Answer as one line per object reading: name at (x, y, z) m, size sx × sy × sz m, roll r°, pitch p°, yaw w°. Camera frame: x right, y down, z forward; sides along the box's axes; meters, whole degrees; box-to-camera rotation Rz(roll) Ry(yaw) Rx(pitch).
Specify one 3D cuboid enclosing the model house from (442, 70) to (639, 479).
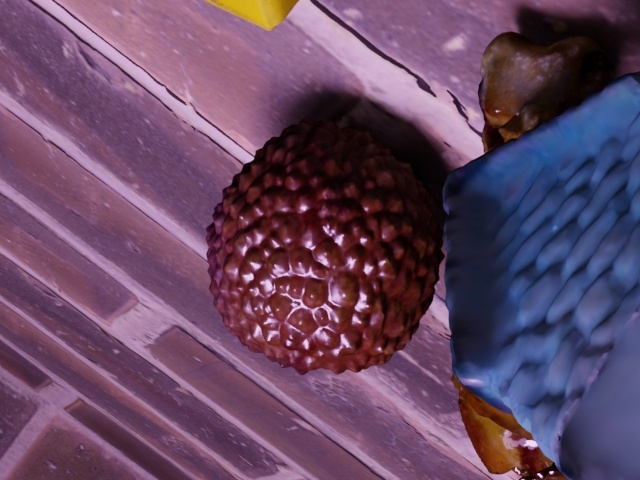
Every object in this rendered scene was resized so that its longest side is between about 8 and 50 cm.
model house at (0.210, 0.019, 0.540) m, size 0.261 × 0.226 × 0.241 m, roll 30°, pitch -177°, yaw -18°

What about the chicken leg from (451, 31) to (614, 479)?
chicken leg at (0.143, 0.062, 0.755) m, size 0.140 × 0.211 × 0.361 m, roll -8°, pitch 142°, yaw 18°

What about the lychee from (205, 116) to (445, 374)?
lychee at (0.000, 0.000, 0.877) m, size 0.188 × 0.188 × 0.188 m, roll 28°, pitch 156°, yaw 14°

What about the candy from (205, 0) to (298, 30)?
candy at (-0.037, -0.229, 0.490) m, size 0.088 × 0.146 × 0.276 m, roll 28°, pitch 163°, yaw 23°
